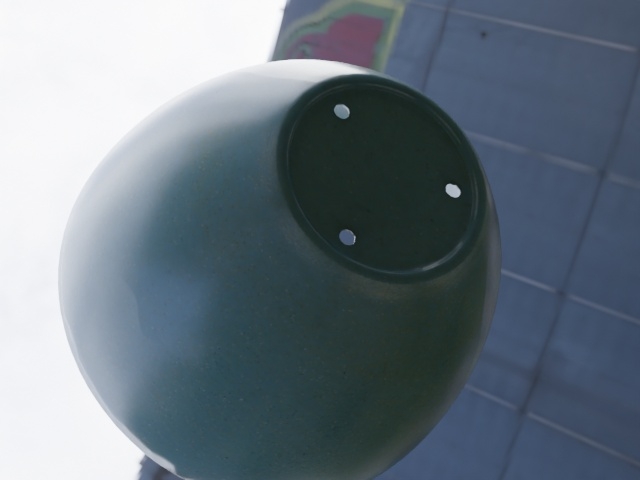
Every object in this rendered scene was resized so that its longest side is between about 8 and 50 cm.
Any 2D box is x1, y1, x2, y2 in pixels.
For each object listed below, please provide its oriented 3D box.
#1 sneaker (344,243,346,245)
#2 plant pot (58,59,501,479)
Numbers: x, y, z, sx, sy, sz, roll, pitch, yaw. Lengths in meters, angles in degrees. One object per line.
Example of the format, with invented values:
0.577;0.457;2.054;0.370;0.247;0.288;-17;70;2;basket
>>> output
-0.012;0.031;0.836;0.069;0.098;0.038;55;-139;-43;sneaker
0.000;0.000;0.821;0.290;0.195;0.290;10;-117;-21;plant pot
